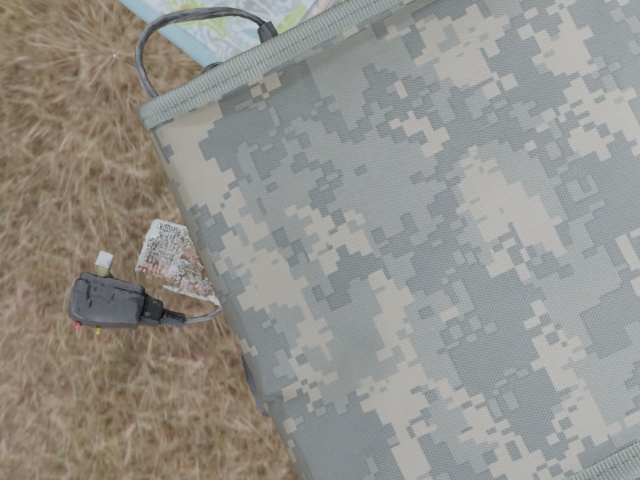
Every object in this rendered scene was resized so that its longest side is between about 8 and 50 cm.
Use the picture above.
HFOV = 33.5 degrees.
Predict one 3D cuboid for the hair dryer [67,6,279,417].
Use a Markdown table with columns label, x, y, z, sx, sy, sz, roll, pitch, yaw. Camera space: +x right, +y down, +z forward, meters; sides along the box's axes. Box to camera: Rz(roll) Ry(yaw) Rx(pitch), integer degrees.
| label | x | y | z | sx | sy | sz | roll | pitch | yaw |
| --- | --- | --- | --- | --- | --- | --- | --- | --- | --- |
| hair dryer | 0.000 | 0.000 | 0.634 | 0.293 | 0.080 | 0.224 | 21 | 99 | 1 |

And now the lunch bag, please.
| label | x | y | z | sx | sy | sz | roll | pitch | yaw |
| --- | --- | --- | --- | --- | --- | --- | --- | --- | --- |
| lunch bag | 0.102 | -0.012 | 0.482 | 0.287 | 0.169 | 0.235 | -26 | 80 | 7 |

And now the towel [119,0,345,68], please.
| label | x | y | z | sx | sy | sz | roll | pitch | yaw |
| --- | --- | --- | --- | --- | --- | --- | --- | --- | --- |
| towel | -0.124 | -0.401 | 1.386 | 0.374 | 0.090 | 0.320 | 38 | 117 | 3 |
